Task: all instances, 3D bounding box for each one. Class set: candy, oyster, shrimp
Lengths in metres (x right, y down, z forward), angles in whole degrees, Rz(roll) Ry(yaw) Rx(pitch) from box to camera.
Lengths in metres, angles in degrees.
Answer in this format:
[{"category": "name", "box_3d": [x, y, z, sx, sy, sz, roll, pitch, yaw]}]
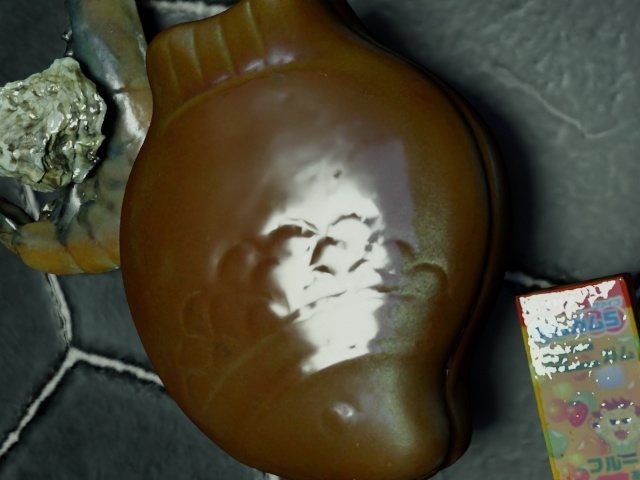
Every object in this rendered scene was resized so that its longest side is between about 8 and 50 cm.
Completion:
[{"category": "candy", "box_3d": [0.152, 0.083, 0.518, 0.062, 0.038, 0.122, -13, 87, 22]}, {"category": "oyster", "box_3d": [-0.186, -0.075, 0.604, 0.098, 0.037, 0.100, 40, 115, 16]}, {"category": "shrimp", "box_3d": [-0.195, -0.101, 0.648, 0.198, 0.051, 0.262, -15, 90, 23]}]

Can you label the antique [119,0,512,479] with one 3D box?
[{"category": "antique", "box_3d": [0.000, 0.000, 0.528, 0.223, 0.129, 0.278, -24, 83, 22]}]
